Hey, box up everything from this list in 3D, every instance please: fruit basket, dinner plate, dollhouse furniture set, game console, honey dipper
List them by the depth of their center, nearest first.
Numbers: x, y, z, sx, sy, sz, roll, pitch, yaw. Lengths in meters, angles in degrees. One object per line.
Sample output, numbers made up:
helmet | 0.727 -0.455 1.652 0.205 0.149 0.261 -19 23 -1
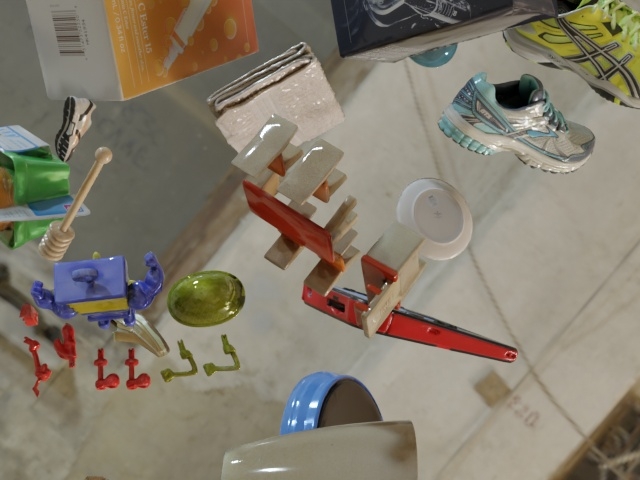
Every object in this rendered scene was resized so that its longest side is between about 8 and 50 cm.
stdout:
honey dipper | -0.264 -0.041 1.078 0.030 0.160 0.030 27 33 -19
dollhouse furniture set | 0.000 0.000 1.314 0.259 0.135 0.262 32 -21 22
fruit basket | -0.593 -0.094 1.563 0.353 0.165 0.327 -1 21 -40
dinner plate | 0.189 -0.038 1.599 0.141 0.141 0.017 39 -29 -8
game console | 0.161 0.153 1.957 0.342 0.060 0.386 14 1 -19

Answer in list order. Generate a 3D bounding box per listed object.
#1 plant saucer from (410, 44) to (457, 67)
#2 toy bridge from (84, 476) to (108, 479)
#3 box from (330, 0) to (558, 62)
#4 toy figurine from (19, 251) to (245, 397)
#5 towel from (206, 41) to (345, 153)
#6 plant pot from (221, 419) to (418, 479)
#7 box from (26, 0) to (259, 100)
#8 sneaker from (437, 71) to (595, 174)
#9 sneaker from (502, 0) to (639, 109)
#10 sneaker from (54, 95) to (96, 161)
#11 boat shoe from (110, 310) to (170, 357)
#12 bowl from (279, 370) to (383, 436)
plant saucer | 0.202 -0.382 1.861 0.119 0.119 0.021 39 -15 -10
toy bridge | -0.392 0.450 1.634 0.063 0.188 0.026 11 40 -37
box | 0.174 -0.486 1.556 0.179 0.313 0.343 -9 89 -55
toy figurine | -0.306 0.105 1.498 0.217 0.363 0.191 80 5 -64
towel | -0.064 -0.205 1.579 0.049 0.187 0.282 63 5 18
plant pot | -0.010 0.385 1.455 0.274 0.256 0.256 4 6 -2
box | -0.277 -0.368 1.576 0.168 0.215 0.345 6 25 33
sneaker | 0.328 -0.186 1.523 0.283 0.122 0.110 6 39 -29
sneaker | 0.483 -0.338 1.652 0.385 0.145 0.147 22 -25 19
sneaker | -0.361 -0.163 1.459 0.044 0.109 0.040 -8 43 -45
boat shoe | -0.373 0.174 1.917 0.190 0.072 0.068 37 -26 29
bowl | 0.044 0.462 2.033 0.391 0.077 0.391 36 49 -55
